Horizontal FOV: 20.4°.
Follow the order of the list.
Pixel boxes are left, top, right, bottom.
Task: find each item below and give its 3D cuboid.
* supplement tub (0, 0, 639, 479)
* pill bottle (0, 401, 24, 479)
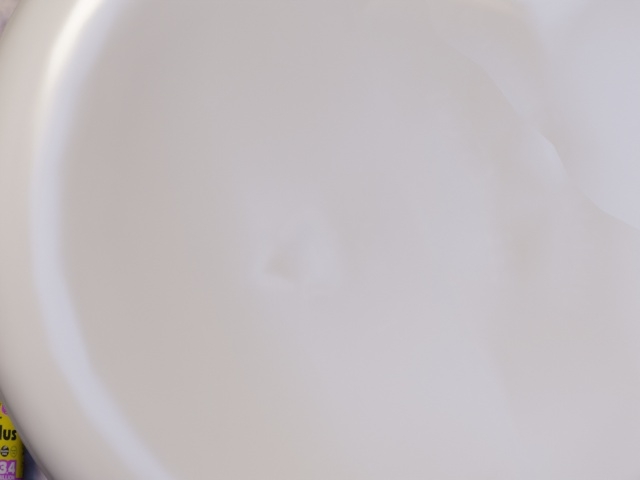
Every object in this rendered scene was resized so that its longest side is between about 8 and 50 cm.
[{"bbox_3d":[0.000,0.000,0.623,0.241,0.331,0.241,0,87,-9],"label":"supplement tub"},{"bbox_3d":[-0.148,0.071,0.768,0.043,0.043,0.083,2,84,-2],"label":"pill bottle"}]
